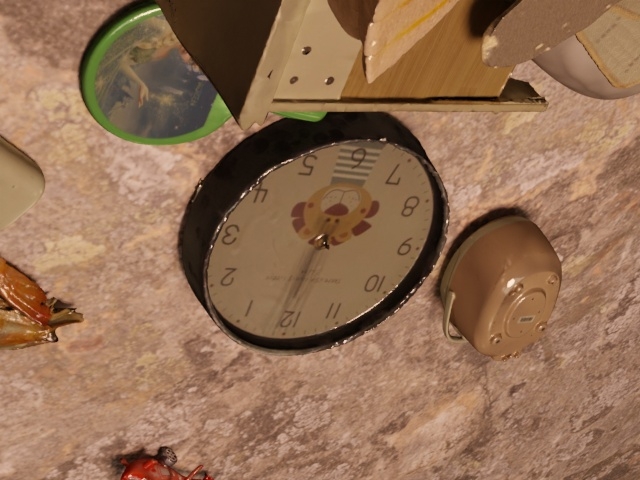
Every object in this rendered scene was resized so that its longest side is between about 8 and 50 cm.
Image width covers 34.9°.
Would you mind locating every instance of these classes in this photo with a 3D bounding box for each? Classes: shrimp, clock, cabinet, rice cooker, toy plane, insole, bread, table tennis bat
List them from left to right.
[{"bbox_3d":[-0.331,0.064,1.021,0.217,0.051,0.115,14,121,-41],"label":"shrimp"},{"bbox_3d":[-0.193,0.323,1.386,0.194,0.077,0.126,-3,138,-44],"label":"toy plane"},{"bbox_3d":[-0.100,-0.148,0.963,0.257,0.039,0.160,5,131,-35],"label":"table tennis bat"},{"bbox_3d":[0.000,-0.002,1.138,0.313,0.061,0.312,-15,131,-18],"label":"clock"},{"bbox_3d":[0.065,-0.269,0.795,0.318,0.227,0.289,-5,134,-34],"label":"cabinet"},{"bbox_3d":[0.079,-0.168,0.628,0.152,0.105,0.077,-13,146,-17],"label":"bread"},{"bbox_3d":[0.242,0.066,1.363,0.145,0.127,0.206,-11,129,-25],"label":"rice cooker"},{"bbox_3d":[0.205,-0.203,0.781,0.119,0.009,0.348,-46,143,15],"label":"insole"},{"bbox_3d":[0.225,-0.206,0.778,0.248,0.011,0.081,-30,146,-11],"label":"insole"}]

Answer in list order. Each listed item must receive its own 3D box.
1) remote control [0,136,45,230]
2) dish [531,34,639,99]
[{"bbox_3d":[-0.350,-0.093,0.842,0.090,0.038,0.309,-40,142,7],"label":"remote control"},{"bbox_3d":[0.335,-0.252,1.087,0.256,0.117,0.256,-19,141,-16],"label":"dish"}]
